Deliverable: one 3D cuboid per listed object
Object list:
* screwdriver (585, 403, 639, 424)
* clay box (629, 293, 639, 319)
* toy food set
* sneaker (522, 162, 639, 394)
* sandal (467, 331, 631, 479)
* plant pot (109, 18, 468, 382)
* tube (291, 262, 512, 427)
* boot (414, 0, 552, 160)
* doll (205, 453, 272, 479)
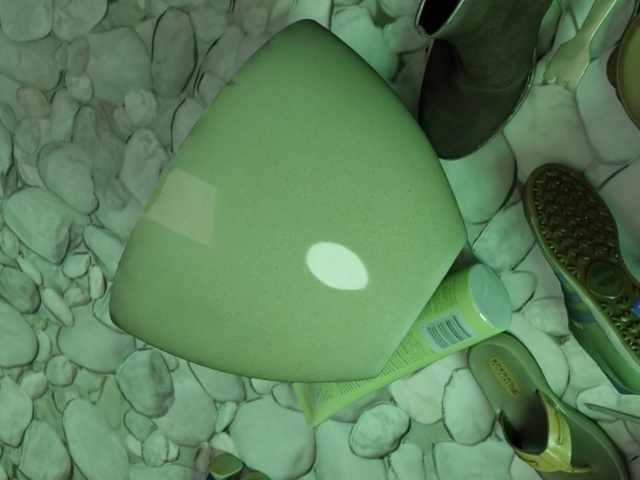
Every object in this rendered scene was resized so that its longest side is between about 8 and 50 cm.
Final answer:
[{"bbox_3d":[0.296,0.154,0.787,0.170,0.024,0.025,20,83,30],"label":"screwdriver"},{"bbox_3d":[0.311,-0.010,0.608,0.127,0.053,0.222,36,94,33],"label":"clay box"},{"bbox_3d":[0.275,-0.122,0.712,0.192,0.038,0.132,37,111,21],"label":"toy food set"},{"bbox_3d":[0.209,0.038,0.770,0.086,0.064,0.192,96,150,-61],"label":"sneaker"},{"bbox_3d":[0.183,0.156,0.829,0.072,0.049,0.180,-42,82,31],"label":"sandal"},{"bbox_3d":[0.000,0.000,0.763,0.191,0.284,0.284,33,118,7],"label":"plant pot"},{"bbox_3d":[0.057,0.090,0.880,0.240,0.070,0.062,-29,128,35],"label":"tube"},{"bbox_3d":[0.102,-0.154,0.692,0.090,0.207,0.248,34,117,17],"label":"boot"},{"bbox_3d":[-0.101,0.323,1.036,0.129,0.046,0.188,25,114,22],"label":"doll"}]
